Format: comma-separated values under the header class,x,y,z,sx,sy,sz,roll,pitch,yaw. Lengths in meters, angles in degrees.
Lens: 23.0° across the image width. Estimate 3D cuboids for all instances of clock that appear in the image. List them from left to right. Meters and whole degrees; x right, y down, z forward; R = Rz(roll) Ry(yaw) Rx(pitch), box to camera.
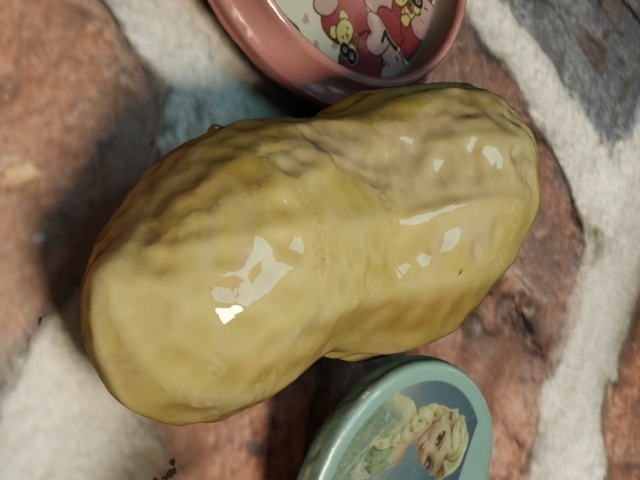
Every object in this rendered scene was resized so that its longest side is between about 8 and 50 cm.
class,x,y,z,sx,sy,sz,roll,pitch,yaw
clock,0.002,-0.193,0.935,0.244,0.056,0.244,15,70,-45

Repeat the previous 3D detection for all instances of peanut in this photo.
class,x,y,z,sx,sy,sz,roll,pitch,yaw
peanut,0.000,0.000,0.812,0.313,0.149,0.149,-18,92,-49

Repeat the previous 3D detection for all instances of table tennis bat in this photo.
class,x,y,z,sx,sy,sz,roll,pitch,yaw
table tennis bat,0.065,0.150,0.887,0.237,0.038,0.149,32,80,-49
